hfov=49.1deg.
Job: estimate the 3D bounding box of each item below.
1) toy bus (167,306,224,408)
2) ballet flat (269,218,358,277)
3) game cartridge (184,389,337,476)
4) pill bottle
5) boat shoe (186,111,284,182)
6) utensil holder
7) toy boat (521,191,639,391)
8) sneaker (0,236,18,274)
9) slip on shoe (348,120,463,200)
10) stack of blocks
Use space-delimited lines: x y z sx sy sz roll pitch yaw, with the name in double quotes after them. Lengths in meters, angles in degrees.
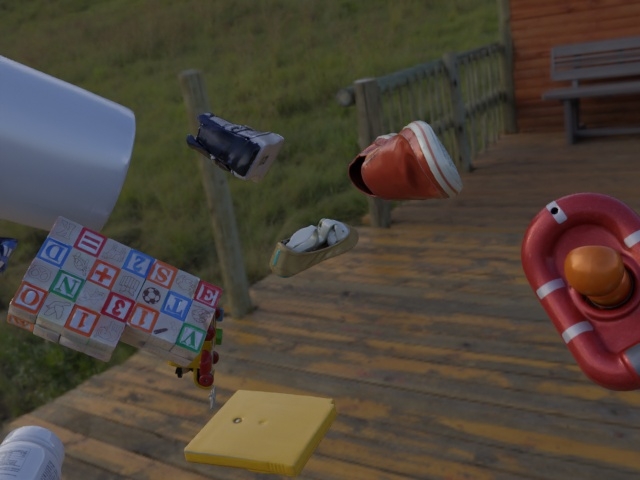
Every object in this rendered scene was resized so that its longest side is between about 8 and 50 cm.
-0.248 0.201 1.337 0.105 0.191 0.202 4 63 -2 "toy bus"
0.000 0.000 1.309 0.080 0.073 0.232 29 37 28 "ballet flat"
-0.146 0.497 1.832 0.324 0.052 0.285 0 22 26 "game cartridge"
-0.610 0.502 1.388 0.161 0.160 0.283 -10 19 -1 "pill bottle"
-0.184 -0.216 1.553 0.158 0.127 0.340 31 5 0 "boat shoe"
-0.616 -0.197 1.427 0.386 0.327 0.328 18 4 -30 "utensil holder"
0.312 0.043 0.774 0.151 0.151 0.231 -35 54 17 "toy boat"
-0.545 0.025 1.167 0.053 0.059 0.144 3 10 -6 "sneaker"
0.117 -0.102 1.032 0.101 0.123 0.331 -33 12 -6 "slip on shoe"
-0.333 0.107 1.160 0.087 0.297 0.171 -45 24 54 "stack of blocks"
